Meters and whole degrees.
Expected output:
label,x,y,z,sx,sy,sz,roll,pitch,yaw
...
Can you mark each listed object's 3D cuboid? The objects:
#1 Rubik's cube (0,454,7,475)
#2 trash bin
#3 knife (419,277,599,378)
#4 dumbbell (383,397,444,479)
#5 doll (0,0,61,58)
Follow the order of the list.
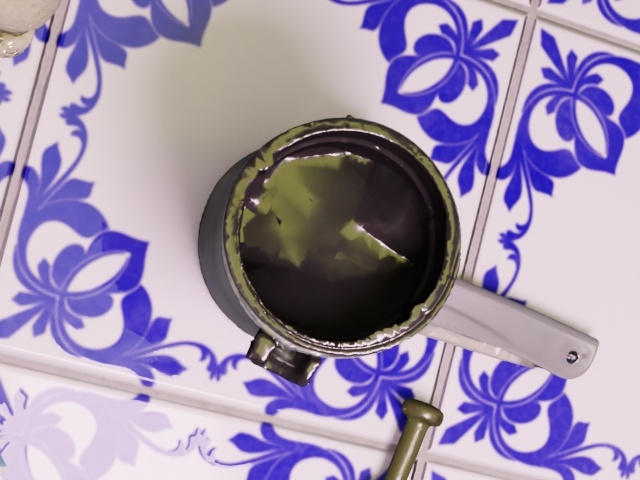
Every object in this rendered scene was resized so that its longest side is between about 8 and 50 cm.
label,x,y,z,sx,sy,sz,roll,pitch,yaw
Rubik's cube,-0.346,0.219,1.599,0.075,0.073,0.084,-44,103,-13
trash bin,0.000,0.000,1.600,0.217,0.262,0.277,30,83,-7
knife,0.179,0.090,1.805,0.266,0.040,0.073,20,93,-20
dumbbell,0.090,0.227,1.769,0.046,0.052,0.118,21,83,14
doll,-0.243,-0.310,1.579,0.278,0.149,0.175,-41,104,-15
